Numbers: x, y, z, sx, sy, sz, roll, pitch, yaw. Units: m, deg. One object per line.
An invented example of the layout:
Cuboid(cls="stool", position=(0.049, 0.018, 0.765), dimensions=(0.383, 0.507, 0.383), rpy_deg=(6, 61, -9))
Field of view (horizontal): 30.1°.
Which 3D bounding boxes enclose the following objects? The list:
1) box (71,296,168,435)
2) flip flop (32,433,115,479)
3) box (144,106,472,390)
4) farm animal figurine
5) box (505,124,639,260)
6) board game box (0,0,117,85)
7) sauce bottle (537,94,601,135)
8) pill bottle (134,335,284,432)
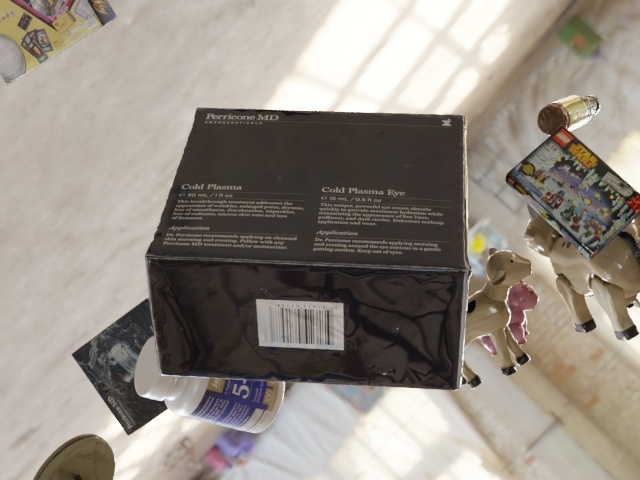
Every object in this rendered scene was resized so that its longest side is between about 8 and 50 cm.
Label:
Cuboid(cls="box", position=(-0.264, 0.186, 1.819), dimensions=(0.158, 0.156, 0.093), rpy_deg=(-36, 178, 14))
Cuboid(cls="flip flop", position=(-0.317, 0.361, 1.413), dimensions=(0.112, 0.080, 0.277), rpy_deg=(56, 50, -37))
Cuboid(cls="box", position=(0.000, 0.000, 1.390), dimensions=(0.312, 0.343, 0.179), rpy_deg=(-80, 171, -52))
Cuboid(cls="farm animal figurine", position=(0.307, 0.036, 1.517), dimensions=(0.330, 0.172, 0.326), rpy_deg=(-32, -169, -32))
Cuboid(cls="box", position=(0.294, -0.056, 1.368), dimensions=(0.094, 0.137, 0.027), rpy_deg=(-41, 161, -13))
Cuboid(cls="board game box", position=(-0.448, -0.363, 1.851), dimensions=(0.243, 0.165, 0.042), rpy_deg=(-21, -163, 36))
Cuboid(cls="sauce bottle", position=(0.309, -0.157, 1.468), dimensions=(0.128, 0.042, 0.042), rpy_deg=(-22, 155, -55))
Cuboid(cls="pill bottle", position=(-0.154, 0.193, 1.638), dimensions=(0.186, 0.112, 0.112), rpy_deg=(18, 127, -30))
